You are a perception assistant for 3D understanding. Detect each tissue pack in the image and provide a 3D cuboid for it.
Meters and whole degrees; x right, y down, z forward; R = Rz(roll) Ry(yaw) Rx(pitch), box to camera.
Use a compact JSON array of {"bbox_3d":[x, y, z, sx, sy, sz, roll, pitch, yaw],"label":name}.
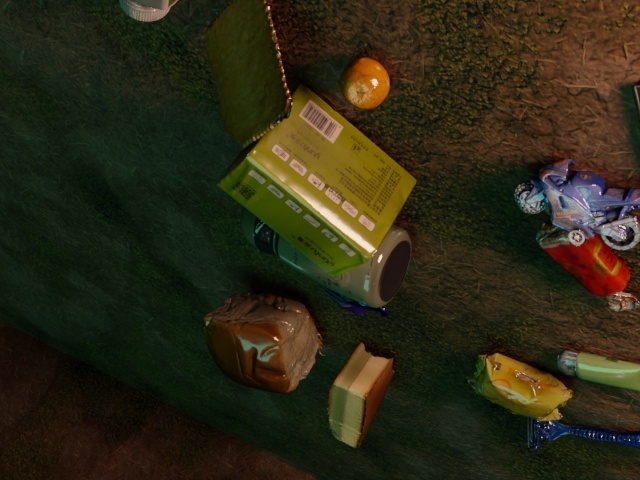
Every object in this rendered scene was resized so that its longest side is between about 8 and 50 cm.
[{"bbox_3d":[-0.005,-0.102,1.639,0.274,0.200,0.167,39,151,-13],"label":"tissue pack"}]

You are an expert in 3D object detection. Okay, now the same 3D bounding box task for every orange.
[{"bbox_3d":[0.070,-0.247,1.465,0.083,0.070,0.083,19,138,18],"label":"orange"}]

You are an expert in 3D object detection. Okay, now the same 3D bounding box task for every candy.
[{"bbox_3d":[0.031,0.071,2.026,0.275,0.070,0.145,48,153,-11],"label":"candy"},{"bbox_3d":[0.439,0.027,1.545,0.292,0.059,0.086,42,150,-20],"label":"candy"}]

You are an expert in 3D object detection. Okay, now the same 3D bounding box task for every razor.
[{"bbox_3d":[0.605,0.425,2.045,0.324,0.093,0.056,-4,176,44],"label":"razor"}]

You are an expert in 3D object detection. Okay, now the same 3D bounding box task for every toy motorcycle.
[{"bbox_3d":[0.397,-0.061,1.414,0.205,0.076,0.114,24,128,21],"label":"toy motorcycle"}]

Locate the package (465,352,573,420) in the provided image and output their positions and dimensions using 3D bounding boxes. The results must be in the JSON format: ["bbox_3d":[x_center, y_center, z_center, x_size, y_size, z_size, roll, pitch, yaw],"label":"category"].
[{"bbox_3d":[0.425,0.317,2.002,0.226,0.090,0.168,23,154,13],"label":"package"}]

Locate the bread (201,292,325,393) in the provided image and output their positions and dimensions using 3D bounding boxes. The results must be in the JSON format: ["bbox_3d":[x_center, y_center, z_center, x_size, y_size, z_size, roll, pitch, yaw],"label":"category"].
[{"bbox_3d":[-0.151,0.247,2.344,0.250,0.225,0.279,16,144,26],"label":"bread"}]

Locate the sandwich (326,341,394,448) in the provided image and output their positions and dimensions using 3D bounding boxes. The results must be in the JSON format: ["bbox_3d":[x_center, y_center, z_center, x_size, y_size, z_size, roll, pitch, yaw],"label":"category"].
[{"bbox_3d":[0.103,0.384,2.347,0.108,0.186,0.220,23,135,18],"label":"sandwich"}]

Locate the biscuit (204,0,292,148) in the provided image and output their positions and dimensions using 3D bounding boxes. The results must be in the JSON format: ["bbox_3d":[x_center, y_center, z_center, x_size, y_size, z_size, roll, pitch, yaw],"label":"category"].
[{"bbox_3d":[-0.123,-0.278,1.519,0.237,0.013,0.232,-24,77,58],"label":"biscuit"}]

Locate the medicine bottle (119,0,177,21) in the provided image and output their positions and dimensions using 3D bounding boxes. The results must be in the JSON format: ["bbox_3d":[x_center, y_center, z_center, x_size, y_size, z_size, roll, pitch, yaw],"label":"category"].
[{"bbox_3d":[-0.276,-0.441,1.485,0.132,0.088,0.188,32,153,1],"label":"medicine bottle"}]

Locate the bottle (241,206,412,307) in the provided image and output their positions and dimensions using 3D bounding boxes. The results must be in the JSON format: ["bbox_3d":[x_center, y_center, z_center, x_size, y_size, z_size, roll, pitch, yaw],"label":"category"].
[{"bbox_3d":[0.000,-0.002,1.847,0.347,0.168,0.168,23,152,24],"label":"bottle"}]

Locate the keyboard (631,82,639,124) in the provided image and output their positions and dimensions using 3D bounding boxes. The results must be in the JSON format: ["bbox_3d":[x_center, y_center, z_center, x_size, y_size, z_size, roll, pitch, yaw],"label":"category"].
[{"bbox_3d":[0.487,-0.127,1.277,0.093,0.025,0.230,6,143,36],"label":"keyboard"}]

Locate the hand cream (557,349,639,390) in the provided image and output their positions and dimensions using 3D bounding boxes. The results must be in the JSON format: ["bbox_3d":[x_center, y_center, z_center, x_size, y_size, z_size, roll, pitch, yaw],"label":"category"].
[{"bbox_3d":[0.553,0.252,1.817,0.175,0.046,0.095,8,144,28],"label":"hand cream"}]
